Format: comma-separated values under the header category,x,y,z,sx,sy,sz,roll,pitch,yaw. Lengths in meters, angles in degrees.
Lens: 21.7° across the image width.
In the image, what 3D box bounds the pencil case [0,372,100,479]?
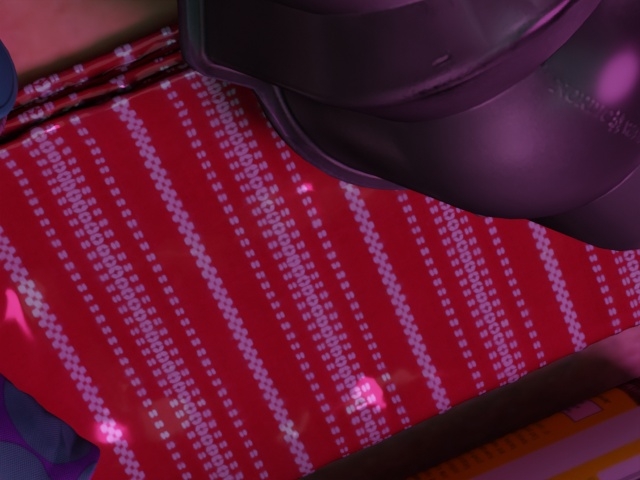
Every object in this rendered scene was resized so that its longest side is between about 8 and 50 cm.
category,x,y,z,sx,sy,sz,roll,pitch,yaw
pencil case,-0.150,0.056,0.552,0.152,0.064,0.070,38,121,-15

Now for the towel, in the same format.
category,x,y,z,sx,sy,sz,roll,pitch,yaw
towel,0.000,0.000,0.609,0.275,0.031,0.198,-24,122,-4

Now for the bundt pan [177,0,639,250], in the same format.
category,x,y,z,sx,sy,sz,roll,pitch,yaw
bundt pan,0.105,-0.141,0.483,0.331,0.124,0.330,-10,116,-21

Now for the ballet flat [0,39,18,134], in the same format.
category,x,y,z,sx,sy,sz,roll,pitch,yaw
ballet flat,-0.173,-0.106,0.484,0.079,0.077,0.221,-19,123,16

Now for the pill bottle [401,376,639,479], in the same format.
category,x,y,z,sx,sy,sz,roll,pitch,yaw
pill bottle,0.066,0.143,0.652,0.215,0.117,0.117,-23,121,-4
